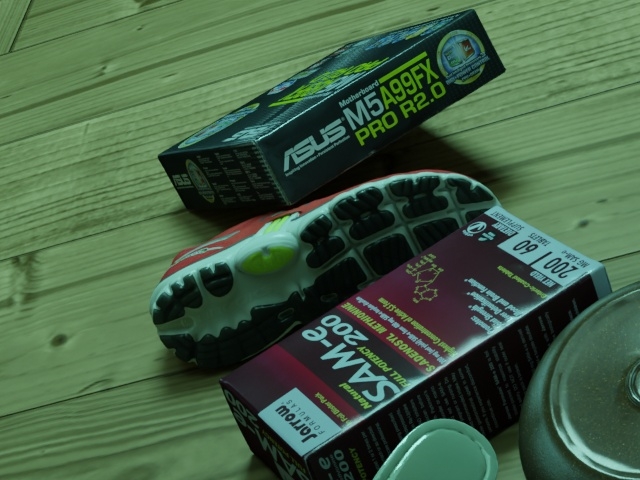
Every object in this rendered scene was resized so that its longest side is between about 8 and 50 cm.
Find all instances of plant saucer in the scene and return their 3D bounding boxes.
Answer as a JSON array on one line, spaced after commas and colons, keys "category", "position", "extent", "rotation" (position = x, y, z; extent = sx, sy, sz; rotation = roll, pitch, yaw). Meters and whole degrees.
[{"category": "plant saucer", "position": [0.205, 0.091, 0.969], "extent": [0.198, 0.036, 0.199], "rotation": [-17, 46, 19]}]

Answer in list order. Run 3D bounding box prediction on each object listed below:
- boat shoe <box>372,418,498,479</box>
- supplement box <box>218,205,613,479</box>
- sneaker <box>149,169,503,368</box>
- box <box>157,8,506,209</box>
[{"category": "boat shoe", "position": [0.018, 0.200, 0.943], "extent": [0.081, 0.069, 0.228], "rotation": [40, 63, 18]}, {"category": "supplement box", "position": [0.068, 0.081, 1.095], "extent": [0.239, 0.073, 0.130], "rotation": [-32, 32, -16]}, {"category": "sneaker", "position": [0.000, 0.000, 1.243], "extent": [0.279, 0.107, 0.118], "rotation": [-17, 24, 7]}, {"category": "box", "position": [0.001, -0.104, 1.362], "extent": [0.216, 0.060, 0.270], "rotation": [-32, 11, -18]}]
